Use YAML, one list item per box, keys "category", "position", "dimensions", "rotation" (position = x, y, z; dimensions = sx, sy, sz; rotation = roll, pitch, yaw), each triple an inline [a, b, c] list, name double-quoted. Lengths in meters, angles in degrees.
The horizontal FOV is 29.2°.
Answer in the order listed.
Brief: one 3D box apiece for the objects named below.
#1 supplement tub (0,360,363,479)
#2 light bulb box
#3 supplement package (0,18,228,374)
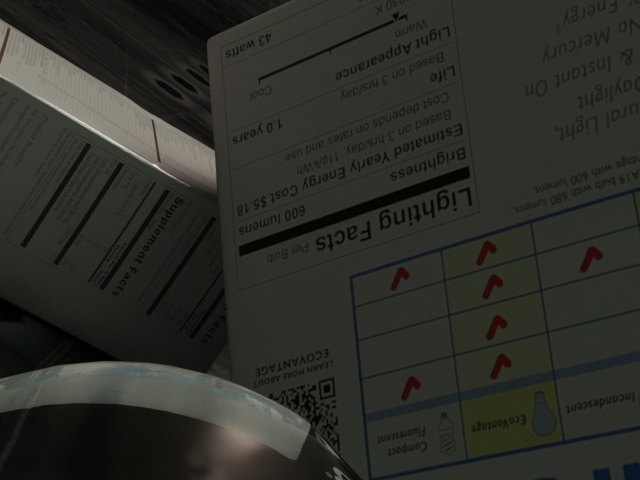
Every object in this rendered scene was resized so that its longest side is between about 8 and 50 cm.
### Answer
- category: "supplement tub"
  position: [-0.061, 0.176, 0.248]
  dimensions: [0.207, 0.207, 0.338]
  rotation: [34, 13, -11]
- category: "light bulb box"
  position: [0.142, 0.014, 0.720]
  dimensions: [0.225, 0.358, 0.361]
  rotation: [20, 58, -52]
- category: "supplement package"
  position: [-0.161, -0.025, 0.851]
  dimensions: [0.244, 0.134, 0.139]
  rotation: [32, 14, -20]
